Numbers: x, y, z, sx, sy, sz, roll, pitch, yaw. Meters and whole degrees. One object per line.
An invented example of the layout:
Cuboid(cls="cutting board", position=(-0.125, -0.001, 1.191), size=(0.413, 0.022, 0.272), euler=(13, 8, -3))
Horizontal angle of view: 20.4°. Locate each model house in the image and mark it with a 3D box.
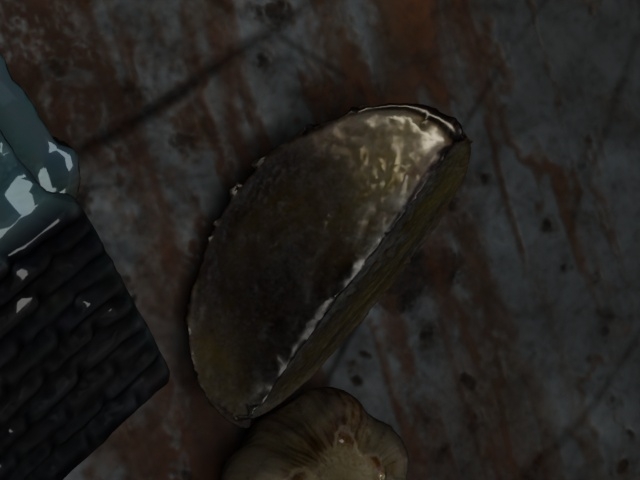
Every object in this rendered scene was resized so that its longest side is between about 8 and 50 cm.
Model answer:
Cuboid(cls="model house", position=(-0.276, 0.065, 1.076), size=(0.360, 0.297, 0.339), euler=(-43, 113, -18))

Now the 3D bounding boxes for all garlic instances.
Cuboid(cls="garlic", position=(-0.005, 0.186, 1.266), size=(0.147, 0.102, 0.159), euler=(20, 64, -18))

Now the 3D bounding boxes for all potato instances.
Cuboid(cls="potato", position=(-0.001, 0.002, 1.275), size=(0.120, 0.100, 0.261), euler=(40, 96, 20))
